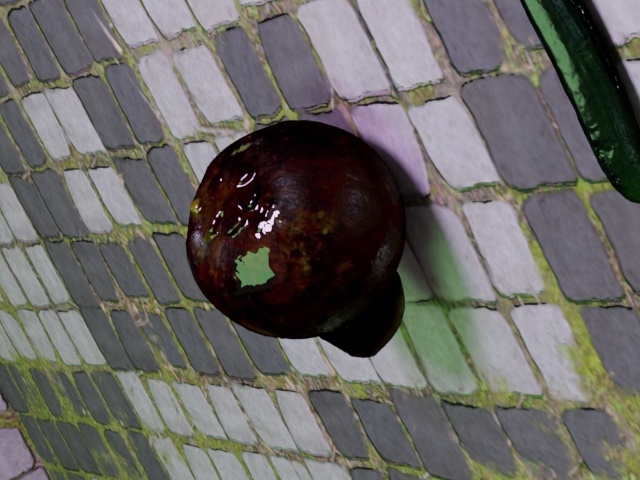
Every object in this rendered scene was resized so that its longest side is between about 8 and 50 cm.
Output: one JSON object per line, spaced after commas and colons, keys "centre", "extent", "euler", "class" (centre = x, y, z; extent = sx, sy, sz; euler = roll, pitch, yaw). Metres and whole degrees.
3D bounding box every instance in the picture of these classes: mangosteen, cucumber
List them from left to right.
{"centre": [-0.006, 0.001, 1.423], "extent": [0.184, 0.172, 0.172], "euler": [40, 165, -26], "class": "mangosteen"}
{"centre": [0.151, -0.101, 1.129], "extent": [0.036, 0.033, 0.184], "euler": [-16, 106, 40], "class": "cucumber"}
